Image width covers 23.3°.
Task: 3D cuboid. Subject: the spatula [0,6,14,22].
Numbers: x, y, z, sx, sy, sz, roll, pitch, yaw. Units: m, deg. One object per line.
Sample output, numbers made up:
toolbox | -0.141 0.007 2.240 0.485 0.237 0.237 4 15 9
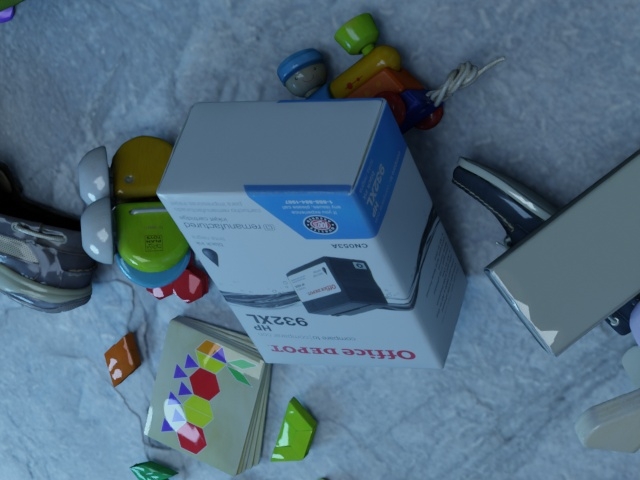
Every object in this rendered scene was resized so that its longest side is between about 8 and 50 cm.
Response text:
spatula | -0.323 -0.299 1.820 0.296 0.030 0.084 -1 107 24

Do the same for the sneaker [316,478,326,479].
sneaker | -0.011 0.328 1.876 0.031 0.035 0.083 19 113 19

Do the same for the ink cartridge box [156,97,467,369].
ink cartridge box | 0.000 0.000 1.624 0.223 0.129 0.307 0 143 25

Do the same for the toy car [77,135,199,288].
toy car | -0.195 -0.025 1.779 0.159 0.182 0.136 -3 143 -9

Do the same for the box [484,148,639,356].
box | 0.301 -0.012 1.525 0.275 0.094 0.113 -36 90 2

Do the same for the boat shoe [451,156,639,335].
boat shoe | 0.237 0.004 1.628 0.254 0.095 0.079 34 106 1

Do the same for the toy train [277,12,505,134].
toy train | 0.069 -0.182 1.646 0.248 0.105 0.143 -36 77 29

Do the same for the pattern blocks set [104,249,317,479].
pattern blocks set | -0.135 0.185 1.892 0.285 0.026 0.325 30 116 13

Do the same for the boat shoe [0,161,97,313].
boat shoe | -0.423 -0.041 1.909 0.355 0.132 0.130 26 106 6

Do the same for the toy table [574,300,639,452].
toy table | 0.389 0.155 1.534 0.274 0.252 0.161 19 125 -18

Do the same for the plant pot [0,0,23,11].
plant pot | -0.323 -0.418 1.629 0.352 0.366 0.367 -12 101 15
